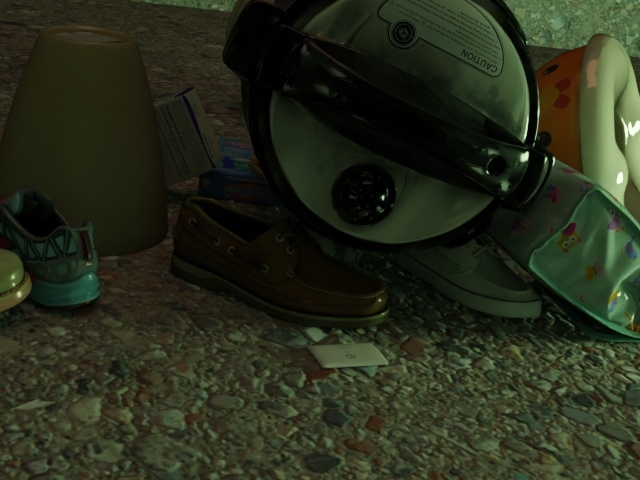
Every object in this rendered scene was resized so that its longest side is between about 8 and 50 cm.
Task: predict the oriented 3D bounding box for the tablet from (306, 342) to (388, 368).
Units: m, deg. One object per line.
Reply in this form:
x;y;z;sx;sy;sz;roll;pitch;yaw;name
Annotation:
0.031;0.132;1.239;0.083;0.006;0.054;-1;22;-22;tablet

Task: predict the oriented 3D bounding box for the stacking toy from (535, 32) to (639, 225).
0.279;-0.138;1.772;0.480;0.350;0.350;-4;14;25;stacking toy

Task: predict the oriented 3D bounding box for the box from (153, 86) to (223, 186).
-0.241;-0.154;1.676;0.137;0.126;0.072;-18;14;16;box

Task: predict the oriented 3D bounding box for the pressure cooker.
0.086;-0.175;1.385;0.370;0.375;0.420;-17;16;-1;pressure cooker

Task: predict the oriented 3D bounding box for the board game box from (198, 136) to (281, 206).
-0.109;-0.117;1.808;0.160;0.047;0.210;8;21;2;board game box

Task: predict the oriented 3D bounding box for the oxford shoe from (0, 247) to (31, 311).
-0.515;0.011;1.155;0.397;0.146;0.140;2;20;-16;oxford shoe

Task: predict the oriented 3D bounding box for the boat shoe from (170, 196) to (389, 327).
-0.056;0.025;1.355;0.307;0.104;0.111;15;21;18;boat shoe

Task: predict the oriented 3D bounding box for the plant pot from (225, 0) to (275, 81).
0.007;-0.379;2.241;0.334;0.333;0.305;-2;32;-25;plant pot

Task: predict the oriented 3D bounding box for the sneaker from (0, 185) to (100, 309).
-0.364;-0.013;1.311;0.262;0.125;0.104;19;22;27;sneaker

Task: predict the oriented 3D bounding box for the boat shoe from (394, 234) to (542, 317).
0.199;0.029;1.471;0.095;0.084;0.258;-10;26;-42;boat shoe

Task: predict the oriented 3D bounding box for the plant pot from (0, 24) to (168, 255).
-0.327;-0.151;1.487;0.256;0.274;0.256;7;20;-3;plant pot

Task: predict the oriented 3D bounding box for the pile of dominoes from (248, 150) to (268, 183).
-0.014;-0.109;1.722;0.196;0.040;0.251;32;18;-6;pile of dominoes

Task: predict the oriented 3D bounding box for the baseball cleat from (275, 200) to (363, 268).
0.000;0.000;1.527;0.109;0.072;0.206;15;21;-21;baseball cleat

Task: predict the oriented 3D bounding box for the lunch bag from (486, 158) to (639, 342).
0.359;0.020;1.445;0.262;0.160;0.223;37;8;-24;lunch bag
